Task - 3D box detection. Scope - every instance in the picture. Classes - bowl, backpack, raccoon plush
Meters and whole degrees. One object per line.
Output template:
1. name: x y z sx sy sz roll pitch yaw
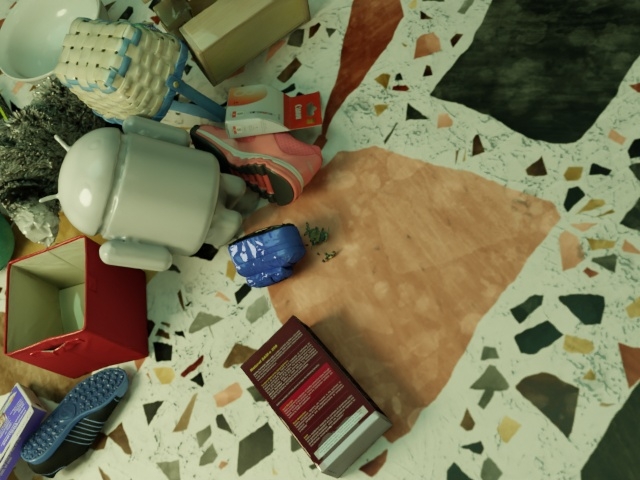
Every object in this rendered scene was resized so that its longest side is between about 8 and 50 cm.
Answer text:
1. bowl: -0.604 -0.468 1.865 0.297 0.134 0.298 -10 63 21
2. backpack: -0.086 0.025 1.423 0.120 0.098 0.101 -24 88 14
3. raccoon plush: -0.516 -0.182 1.646 0.299 0.216 0.446 -44 52 -3

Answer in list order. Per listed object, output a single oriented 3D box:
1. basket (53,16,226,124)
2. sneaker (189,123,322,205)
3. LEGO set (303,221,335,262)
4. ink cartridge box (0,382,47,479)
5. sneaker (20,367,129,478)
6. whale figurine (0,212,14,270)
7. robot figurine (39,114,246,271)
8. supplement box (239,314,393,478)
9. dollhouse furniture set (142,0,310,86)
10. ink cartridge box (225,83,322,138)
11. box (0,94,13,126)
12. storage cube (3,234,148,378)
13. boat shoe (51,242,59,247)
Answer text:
1. basket: -0.351 -0.319 1.577 0.254 0.289 0.201 16 79 34
2. sneaker: -0.122 -0.167 1.537 0.313 0.116 0.136 26 56 36
3. LEGO set: -0.002 0.002 1.438 0.054 0.023 0.083 -20 74 19
4. ink cartridge box: -0.587 0.387 1.471 0.206 0.045 0.208 -61 27 -10
5. sneaker: -0.442 0.337 1.466 0.081 0.090 0.232 32 62 34
6. whale figurine: -0.746 -0.044 1.729 0.141 0.216 0.272 -6 56 -18
7. robot figurine: -0.318 -0.087 1.443 0.200 0.353 0.300 136 143 -55
8. supplement box: -0.010 0.252 1.295 0.130 0.073 0.239 -44 58 1
9. dollhouse furniture set: -0.241 -0.561 1.616 0.256 0.362 0.394 -36 77 -5
10. ink cartridge box: -0.090 -0.257 1.521 0.179 0.045 0.145 -10 36 4
11. box: -0.829 -0.256 1.931 0.184 0.045 0.191 -41 57 2
12. storage cube: -0.454 0.129 1.490 0.183 0.193 0.215 -18 60 17
13. boat shoe: -0.544 0.072 1.648 0.045 0.050 0.135 -1 78 22
